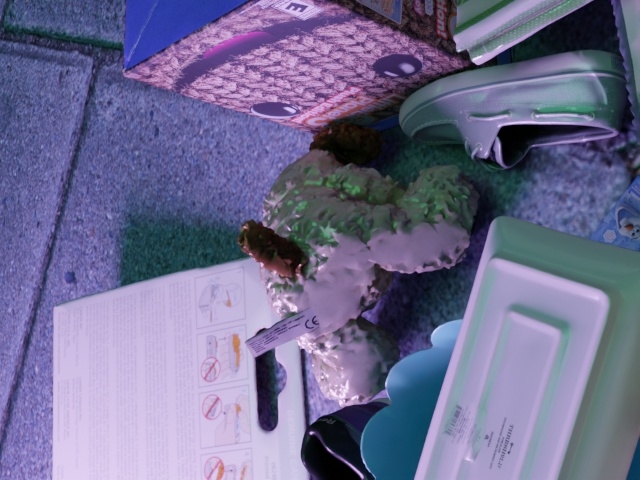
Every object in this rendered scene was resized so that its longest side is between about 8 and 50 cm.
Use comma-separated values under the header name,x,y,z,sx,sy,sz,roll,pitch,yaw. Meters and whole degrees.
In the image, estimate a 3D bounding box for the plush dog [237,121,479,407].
name,x,y,z,sx,sy,sz,roll,pitch,yaw
plush dog,0.000,0.000,0.893,0.262,0.211,0.225,-64,21,15

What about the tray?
name,x,y,z,sx,sy,sz,roll,pitch,yaw
tray,0.119,0.125,0.561,0.145,0.030,0.270,20,96,49

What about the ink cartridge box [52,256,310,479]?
name,x,y,z,sx,sy,sz,roll,pitch,yaw
ink cartridge box,-0.168,0.197,1.111,0.385,0.091,0.308,-14,70,27

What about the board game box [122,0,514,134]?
name,x,y,z,sx,sy,sz,roll,pitch,yaw
board game box,0.000,-0.214,0.842,0.232,0.291,0.141,-15,72,45

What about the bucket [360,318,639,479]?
name,x,y,z,sx,sy,sz,roll,pitch,yaw
bucket,0.181,0.191,0.637,0.281,0.183,0.281,-14,71,45

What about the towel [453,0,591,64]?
name,x,y,z,sx,sy,sz,roll,pitch,yaw
towel,0.222,-0.313,0.743,0.248,0.038,0.324,-25,42,40

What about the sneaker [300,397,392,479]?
name,x,y,z,sx,sy,sz,roll,pitch,yaw
sneaker,0.064,0.278,0.762,0.107,0.124,0.283,-41,66,32

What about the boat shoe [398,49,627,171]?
name,x,y,z,sx,sy,sz,roll,pitch,yaw
boat shoe,0.162,-0.106,0.802,0.228,0.079,0.081,-8,71,43

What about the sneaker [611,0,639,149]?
name,x,y,z,sx,sy,sz,roll,pitch,yaw
sneaker,0.295,-0.125,0.633,0.131,0.112,0.318,-24,62,42

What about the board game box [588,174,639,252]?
name,x,y,z,sx,sy,sz,roll,pitch,yaw
board game box,0.261,0.009,0.713,0.090,0.020,0.090,-58,46,21
